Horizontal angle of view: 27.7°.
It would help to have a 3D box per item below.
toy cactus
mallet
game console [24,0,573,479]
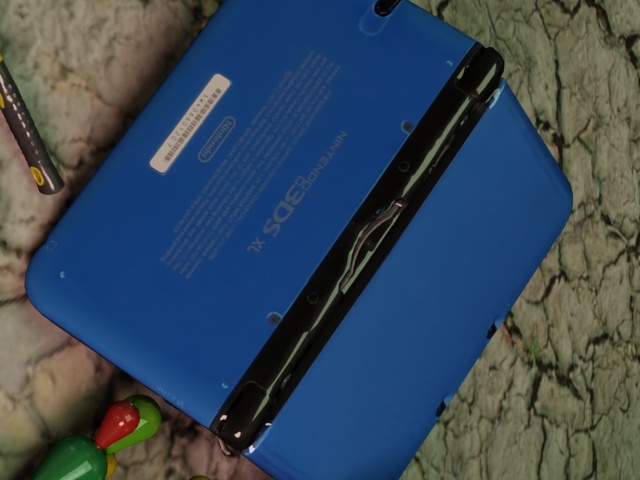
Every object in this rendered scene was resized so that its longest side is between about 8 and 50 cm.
[{"bbox_3d":[-0.153,0.181,0.741,0.180,0.112,0.219,30,72,-32],"label":"toy cactus"},{"bbox_3d":[-0.202,-0.111,0.761,0.039,0.062,0.190,-46,134,-40],"label":"mallet"},{"bbox_3d":[0.000,0.000,0.854,0.293,0.250,0.173,-55,168,-12],"label":"game console"}]
